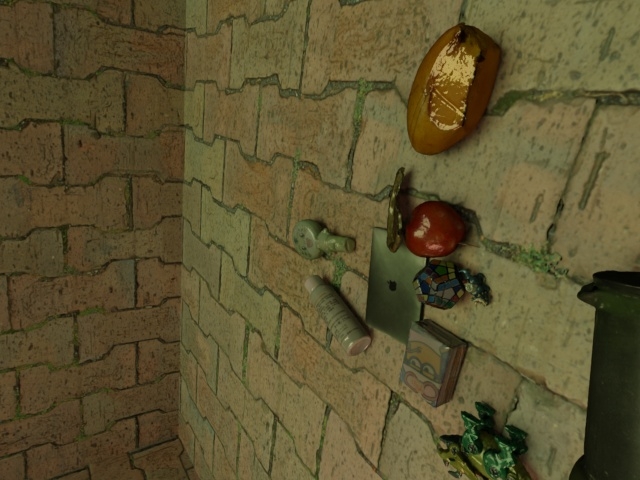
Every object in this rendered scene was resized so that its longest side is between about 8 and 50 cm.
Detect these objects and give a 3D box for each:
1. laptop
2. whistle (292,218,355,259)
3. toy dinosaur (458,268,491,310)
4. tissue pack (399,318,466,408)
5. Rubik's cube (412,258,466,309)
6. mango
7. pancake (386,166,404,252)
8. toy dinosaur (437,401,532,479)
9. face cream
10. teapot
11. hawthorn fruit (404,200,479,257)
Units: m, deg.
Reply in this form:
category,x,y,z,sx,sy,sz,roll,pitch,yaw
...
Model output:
category,x,y,z,sx,sy,sz,roll,pitch,yaw
laptop,0.182,0.111,1.028,0.188,0.015,0.269,18,109,53
whistle,0.000,0.000,1.232,0.258,0.067,0.126,8,114,50
toy dinosaur,0.305,0.093,0.824,0.030,0.047,0.083,-43,61,50
tissue pack,0.243,0.266,0.920,0.115,0.065,0.155,32,121,51
Rubik's cube,0.246,0.091,0.867,0.093,0.111,0.111,-24,73,27
mango,0.243,-0.276,0.801,0.154,0.126,0.252,46,137,27
pancake,0.171,-0.062,0.932,0.190,0.020,0.184,-86,3,-65
toy dinosaur,0.342,0.418,0.785,0.259,0.094,0.153,15,107,45
face cream,0.038,0.201,1.186,0.269,0.082,0.082,52,133,39
teapot,0.463,0.190,0.509,0.270,0.200,0.337,4,96,31
hawthorn fruit,0.232,-0.015,0.851,0.140,0.125,0.125,60,138,21
